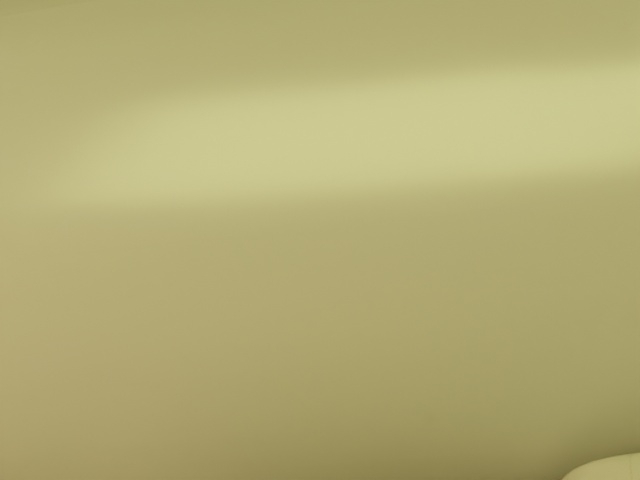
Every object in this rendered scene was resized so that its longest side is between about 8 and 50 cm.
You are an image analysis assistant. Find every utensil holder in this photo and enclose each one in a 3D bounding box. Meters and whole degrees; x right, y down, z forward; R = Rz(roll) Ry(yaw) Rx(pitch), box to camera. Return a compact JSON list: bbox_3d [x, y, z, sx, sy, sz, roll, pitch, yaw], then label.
[{"bbox_3d":[0.000,0.000,0.638,0.385,0.327,0.327,-7,57,3],"label":"utensil holder"}]

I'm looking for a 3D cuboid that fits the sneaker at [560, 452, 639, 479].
[{"bbox_3d":[0.218,0.153,0.443,0.292,0.108,0.169,9,49,12],"label":"sneaker"}]
